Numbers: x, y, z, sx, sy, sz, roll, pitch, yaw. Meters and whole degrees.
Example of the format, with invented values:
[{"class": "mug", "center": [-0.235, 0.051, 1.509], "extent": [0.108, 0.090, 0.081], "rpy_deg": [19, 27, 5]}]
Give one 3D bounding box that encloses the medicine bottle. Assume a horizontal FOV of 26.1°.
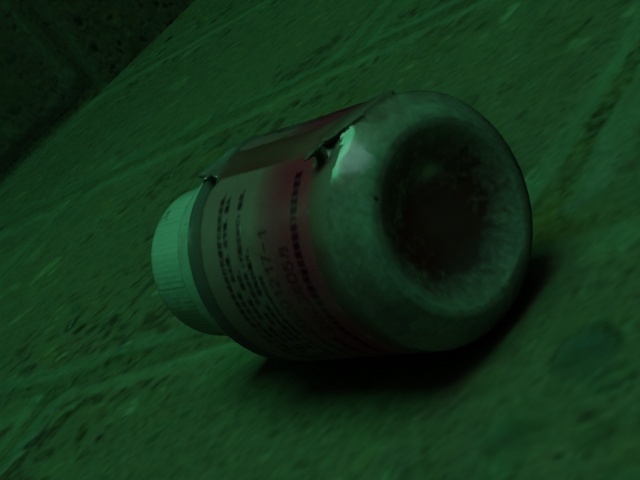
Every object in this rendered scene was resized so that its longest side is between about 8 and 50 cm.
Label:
[{"class": "medicine bottle", "center": [0.000, 0.000, 0.810], "extent": [0.147, 0.147, 0.247], "rpy_deg": [-48, 19, -28]}]
